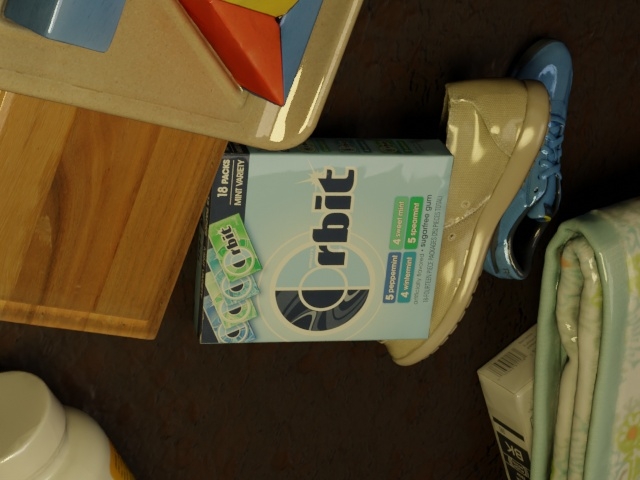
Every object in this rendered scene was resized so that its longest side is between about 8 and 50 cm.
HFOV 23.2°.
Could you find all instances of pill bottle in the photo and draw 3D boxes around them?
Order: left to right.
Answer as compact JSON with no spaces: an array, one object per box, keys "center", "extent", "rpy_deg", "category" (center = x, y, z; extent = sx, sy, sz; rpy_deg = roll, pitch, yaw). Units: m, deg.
[{"center":[-0.190,0.193,1.125],"extent":[0.117,0.117,0.208],"rpy_deg":[-41,133,-17],"category":"pill bottle"}]

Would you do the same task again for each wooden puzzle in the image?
[{"center":[-0.077,-0.222,0.928],"extent":[0.348,0.080,0.322],"rpy_deg":[11,104,-43],"category":"wooden puzzle"}]

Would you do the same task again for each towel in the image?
[{"center":[0.336,0.113,1.473],"extent":[0.320,0.090,0.374],"rpy_deg":[-18,123,-34],"category":"towel"}]

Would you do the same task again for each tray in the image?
[{"center":[-0.134,-0.142,1.030],"extent":[0.203,0.076,0.411],"rpy_deg":[12,105,-43],"category":"tray"}]

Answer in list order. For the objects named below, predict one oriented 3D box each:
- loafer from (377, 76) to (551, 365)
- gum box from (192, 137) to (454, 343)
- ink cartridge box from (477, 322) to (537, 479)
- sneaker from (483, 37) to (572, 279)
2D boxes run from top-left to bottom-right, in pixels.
[{"center":[0.097,-0.022,1.281],"extent":[0.092,0.102,0.268],"rpy_deg":[21,110,-7],"category":"loafer"},{"center":[0.000,0.000,1.193],"extent":[0.184,0.041,0.157],"rpy_deg":[-1,115,-15],"category":"gum box"},{"center":[0.265,0.209,1.565],"extent":[0.165,0.065,0.332],"rpy_deg":[-36,130,-22],"category":"ink cartridge box"},{"center":[0.186,-0.067,1.340],"extent":[0.069,0.082,0.209],"rpy_deg":[8,105,-41],"category":"sneaker"}]
